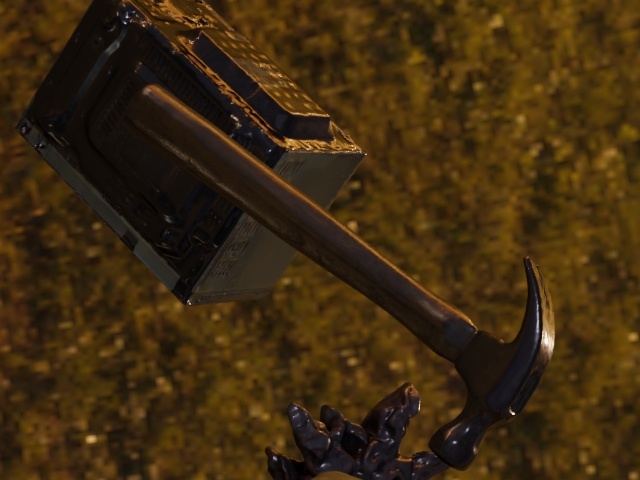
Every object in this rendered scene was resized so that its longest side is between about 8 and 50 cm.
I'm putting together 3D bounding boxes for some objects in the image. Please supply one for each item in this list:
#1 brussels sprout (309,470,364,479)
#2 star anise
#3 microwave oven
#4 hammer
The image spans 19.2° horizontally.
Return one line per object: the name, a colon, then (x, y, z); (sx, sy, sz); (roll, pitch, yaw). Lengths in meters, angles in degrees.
brussels sprout: (-0.017, 0.332, 1.676); (0.219, 0.210, 0.271); (33, 79, 2)
star anise: (0.033, 0.275, 2.092); (0.283, 0.129, 0.212); (-7, 86, -28)
microwave oven: (-0.146, -0.106, 2.000); (0.295, 0.237, 0.181); (45, 24, 23)
hammer: (0.000, 0.000, 1.540); (0.168, 0.440, 0.044); (-52, 154, -4)
